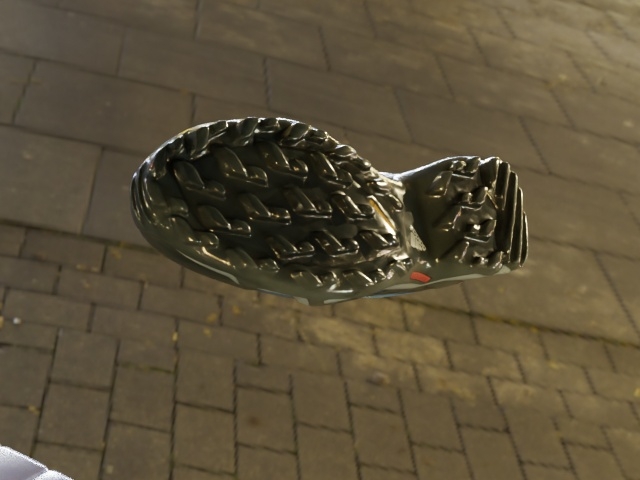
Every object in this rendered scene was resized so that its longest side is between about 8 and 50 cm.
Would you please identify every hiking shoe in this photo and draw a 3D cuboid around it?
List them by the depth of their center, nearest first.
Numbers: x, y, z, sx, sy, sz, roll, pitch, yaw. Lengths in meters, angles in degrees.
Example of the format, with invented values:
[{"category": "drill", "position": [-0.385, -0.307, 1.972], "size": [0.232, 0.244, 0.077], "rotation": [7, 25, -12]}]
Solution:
[{"category": "hiking shoe", "position": [0.000, 0.000, 0.718], "size": [0.304, 0.132, 0.113], "rotation": [7, 70, -39]}]

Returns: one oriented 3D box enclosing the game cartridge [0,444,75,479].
[{"category": "game cartridge", "position": [-0.243, 0.184, 0.526], "size": [0.230, 0.068, 0.355], "rotation": [25, 18, 17]}]
